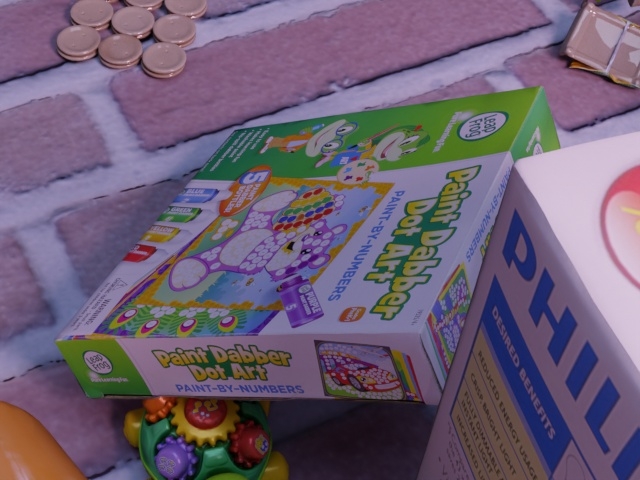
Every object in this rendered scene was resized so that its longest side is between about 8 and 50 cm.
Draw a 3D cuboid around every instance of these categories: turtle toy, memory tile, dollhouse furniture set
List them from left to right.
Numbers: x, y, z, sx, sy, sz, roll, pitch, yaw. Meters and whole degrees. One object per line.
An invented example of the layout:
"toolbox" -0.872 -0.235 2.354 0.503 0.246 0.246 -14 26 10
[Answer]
"memory tile" -0.157 -0.198 0.957 0.113 0.012 0.148 11 52 3
"turtle toy" -0.066 0.129 0.671 0.095 0.066 0.130 -11 53 -14
"dollhouse furniture set" 0.267 -0.197 0.992 0.076 0.058 0.151 25 73 5

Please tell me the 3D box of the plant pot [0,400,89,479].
"plant pot" -0.171 0.184 0.549 0.205 0.205 0.188 -18 41 -19

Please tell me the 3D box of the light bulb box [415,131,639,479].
"light bulb box" 0.215 0.183 0.469 0.225 0.361 0.358 -14 55 -16

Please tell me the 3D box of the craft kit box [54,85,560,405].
"craft kit box" 0.000 0.000 0.693 0.247 0.061 0.250 -2 35 29
